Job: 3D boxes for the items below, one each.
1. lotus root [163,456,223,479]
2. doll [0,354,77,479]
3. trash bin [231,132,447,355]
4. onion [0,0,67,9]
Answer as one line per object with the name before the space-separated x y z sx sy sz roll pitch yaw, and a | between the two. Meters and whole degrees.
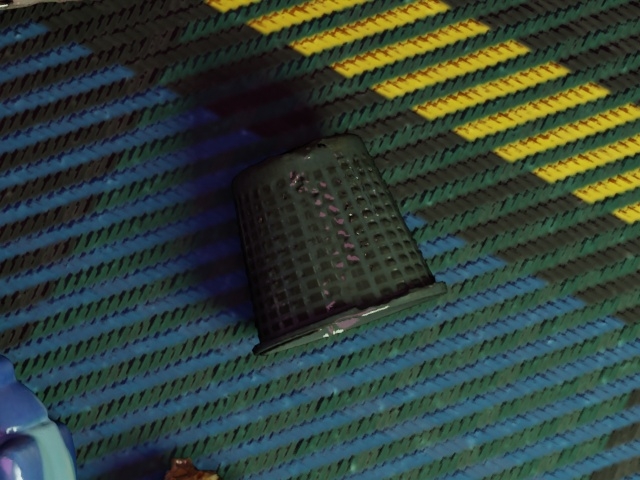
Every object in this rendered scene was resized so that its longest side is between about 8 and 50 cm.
lotus root | -0.070 0.313 1.711 0.154 0.140 0.256 -26 102 0
doll | -0.329 0.234 1.644 0.365 0.187 0.376 -46 116 3
trash bin | 0.000 0.000 1.705 0.175 0.175 0.161 -20 84 -7
onion | -0.281 -0.295 1.587 0.272 0.256 0.230 -24 113 -46
